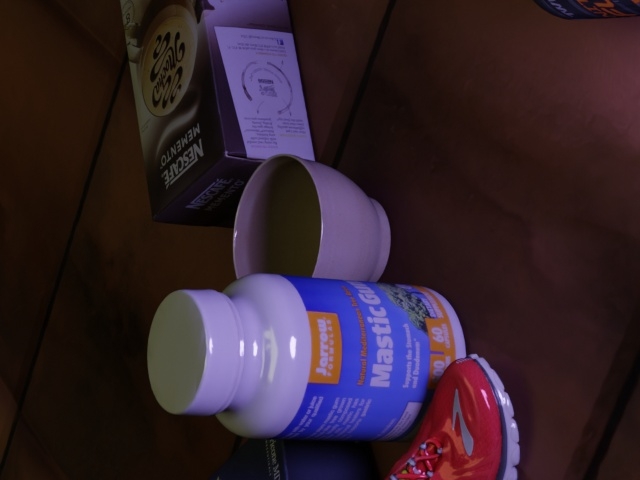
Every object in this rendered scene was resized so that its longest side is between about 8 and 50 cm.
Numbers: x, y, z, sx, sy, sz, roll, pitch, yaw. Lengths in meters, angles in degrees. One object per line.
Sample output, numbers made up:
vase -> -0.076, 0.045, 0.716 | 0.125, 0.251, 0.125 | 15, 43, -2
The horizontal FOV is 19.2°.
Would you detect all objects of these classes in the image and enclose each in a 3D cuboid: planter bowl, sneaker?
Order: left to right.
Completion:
planter bowl -> 0.000, 0.000, 1.881 | 0.162, 0.109, 0.162 | -13, 74, 54
sneaker -> 0.090, 0.234, 1.704 | 0.107, 0.118, 0.279 | 40, 118, 50

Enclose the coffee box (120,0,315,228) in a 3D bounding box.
coffee box -> -0.117, -0.181, 2.072 | 0.168, 0.119, 0.297 | -37, 55, 47

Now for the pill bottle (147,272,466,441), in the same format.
pill bottle -> -0.014, 0.108, 1.740 | 0.152, 0.272, 0.152 | -11, 77, 55

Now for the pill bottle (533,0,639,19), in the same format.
pill bottle -> 0.244, -0.245, 1.536 | 0.246, 0.130, 0.130 | 5, 89, 57

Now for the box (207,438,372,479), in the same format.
box -> -0.042, 0.290, 1.873 | 0.207, 0.108, 0.153 | -48, 37, 37
